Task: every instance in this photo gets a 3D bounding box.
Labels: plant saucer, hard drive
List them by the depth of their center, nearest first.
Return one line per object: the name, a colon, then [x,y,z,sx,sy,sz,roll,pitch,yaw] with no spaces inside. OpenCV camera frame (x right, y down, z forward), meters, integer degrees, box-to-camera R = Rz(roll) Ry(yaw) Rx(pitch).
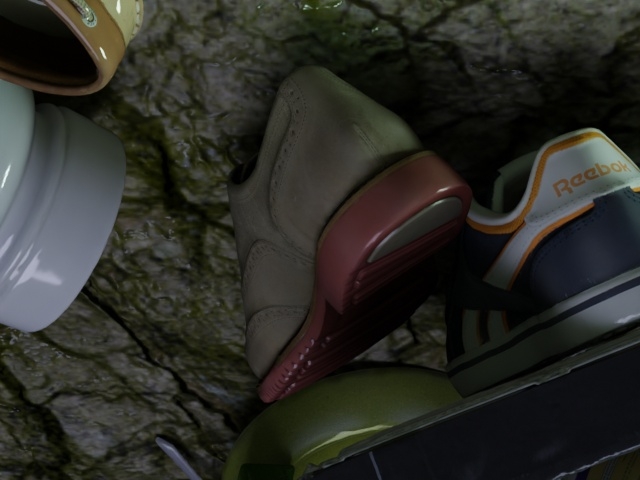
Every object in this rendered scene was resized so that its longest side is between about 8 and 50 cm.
hard drive: [0.164,0.100,1.098,0.339,0.064,0.237,-23,173,7]
plant saucer: [0.044,0.197,1.406,0.241,0.037,0.241,-5,131,-6]

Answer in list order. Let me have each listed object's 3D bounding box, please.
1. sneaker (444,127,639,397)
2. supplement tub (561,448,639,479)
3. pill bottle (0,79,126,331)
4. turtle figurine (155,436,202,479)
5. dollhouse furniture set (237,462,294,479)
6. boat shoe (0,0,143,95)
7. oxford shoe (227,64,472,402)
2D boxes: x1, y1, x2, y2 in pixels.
sneaker: [0.146,0.015,1.159,0.126,0.127,0.321,-21,172,-16]
supplement tub: [0.333,0.208,1.206,0.241,0.241,0.331,20,165,-22]
pill bottle: [-0.265,-0.059,1.037,0.283,0.160,0.160,26,136,-28]
turtle figurine: [-0.082,0.345,1.500,0.266,0.198,0.274,23,143,-5]
dollhouse furniture set: [0.021,0.331,1.349,0.197,0.151,0.301,5,116,-13]
boat shoe: [-0.234,-0.169,0.927,0.324,0.120,0.122,19,139,-20]
oxford shoe: [0.000,0.000,1.168,0.123,0.130,0.348,-31,165,-25]
